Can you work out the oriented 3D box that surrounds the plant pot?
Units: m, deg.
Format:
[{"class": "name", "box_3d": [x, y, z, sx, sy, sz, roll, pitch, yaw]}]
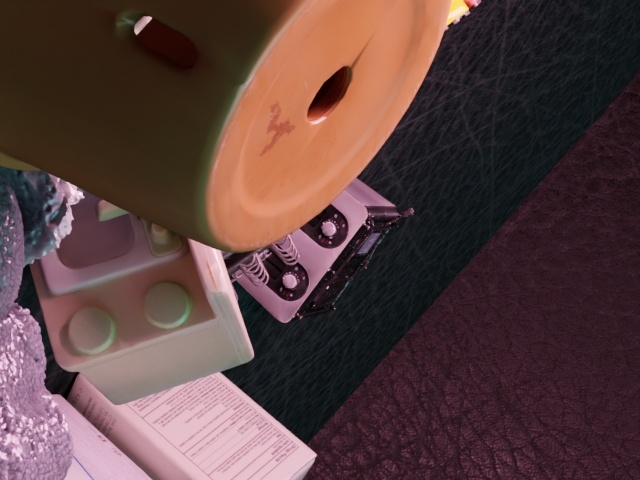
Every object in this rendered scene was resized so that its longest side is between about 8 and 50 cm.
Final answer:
[{"class": "plant pot", "box_3d": [-0.066, -0.130, 0.748, 0.291, 0.203, 0.291, -44, 159, -22]}]

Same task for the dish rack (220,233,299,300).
[{"class": "dish rack", "box_3d": [-0.108, 0.030, 1.325, 0.208, 0.074, 0.271, -33, 167, -3]}]

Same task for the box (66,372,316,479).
[{"class": "box", "box_3d": [-0.149, 0.224, 1.466, 0.148, 0.232, 0.127, -32, 157, -52]}]

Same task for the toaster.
[{"class": "toaster", "box_3d": [0.000, 0.000, 1.619, 0.168, 0.110, 0.186, -53, 167, 13]}]

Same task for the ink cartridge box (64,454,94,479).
[{"class": "ink cartridge box", "box_3d": [-0.236, 0.280, 0.951, 0.233, 0.171, 0.168, -36, -166, 2]}]

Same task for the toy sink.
[{"class": "toy sink", "box_3d": [-0.140, 0.017, 1.023, 0.131, 0.153, 0.234, -19, 165, -4]}]

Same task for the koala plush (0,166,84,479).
[{"class": "koala plush", "box_3d": [-0.232, 0.043, 0.835, 0.196, 0.203, 0.221, 0, 104, -46]}]

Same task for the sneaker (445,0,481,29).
[{"class": "sneaker", "box_3d": [0.033, -0.196, 1.276, 0.225, 0.092, 0.088, -34, -173, -6]}]

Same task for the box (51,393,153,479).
[{"class": "box", "box_3d": [-0.303, 0.271, 1.224, 0.215, 0.168, 0.345, -51, 168, 3]}]

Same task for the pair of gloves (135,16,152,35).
[{"class": "pair of gloves", "box_3d": [-0.106, -0.163, 0.961, 0.204, 0.042, 0.240, -57, 165, 27]}]
